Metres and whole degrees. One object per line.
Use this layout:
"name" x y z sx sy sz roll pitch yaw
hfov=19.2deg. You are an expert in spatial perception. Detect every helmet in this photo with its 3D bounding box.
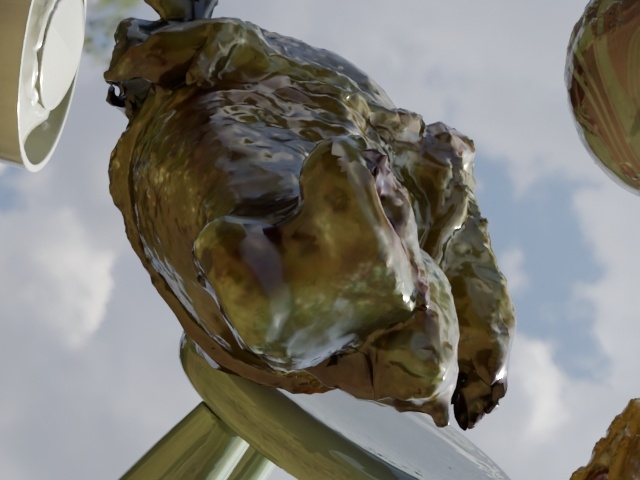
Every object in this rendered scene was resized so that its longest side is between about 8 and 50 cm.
"helmet" 0.208 -0.086 1.168 0.153 0.107 0.177 48 8 -21

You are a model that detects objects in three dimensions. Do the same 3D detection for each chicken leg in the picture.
"chicken leg" 0.002 0.010 0.762 0.211 0.140 0.361 36 10 -22

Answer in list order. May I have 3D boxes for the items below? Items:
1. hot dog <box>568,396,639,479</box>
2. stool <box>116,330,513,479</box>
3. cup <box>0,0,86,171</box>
"hot dog" 0.178 0.235 1.367 0.068 0.289 0.083 24 -16 48
"stool" -0.027 0.162 0.920 0.195 0.195 0.198 34 -84 11
"cup" -0.290 -0.175 1.436 0.226 0.241 0.185 9 -51 4
